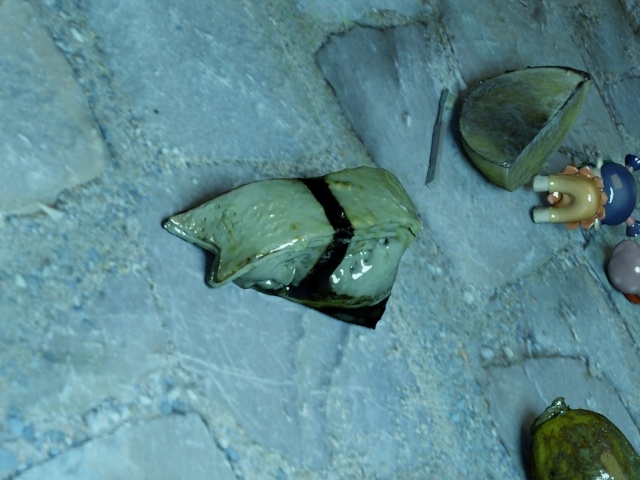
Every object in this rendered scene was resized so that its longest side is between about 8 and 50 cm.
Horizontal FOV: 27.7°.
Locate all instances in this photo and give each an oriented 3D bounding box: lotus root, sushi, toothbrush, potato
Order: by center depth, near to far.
[{"bbox_3d":[-0.011,-0.017,1.215,0.273,0.109,0.134,17,49,-42],"label":"sushi"},{"bbox_3d":[0.287,0.262,1.349,0.120,0.120,0.209,-8,68,-53],"label":"lotus root"},{"bbox_3d":[0.147,-0.128,1.585,0.017,0.014,0.194,42,36,-20],"label":"toothbrush"},{"bbox_3d":[0.240,-0.136,1.668,0.120,0.100,0.261,25,44,23],"label":"potato"}]

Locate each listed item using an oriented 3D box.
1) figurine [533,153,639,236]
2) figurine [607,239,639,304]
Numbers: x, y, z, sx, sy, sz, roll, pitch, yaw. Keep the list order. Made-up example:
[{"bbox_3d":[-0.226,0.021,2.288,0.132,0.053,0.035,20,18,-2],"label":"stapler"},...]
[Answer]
[{"bbox_3d":[0.359,-0.053,1.711,0.195,0.102,0.111,-16,108,-58],"label":"figurine"},{"bbox_3d":[0.417,0.042,1.728,0.067,0.071,0.083,-25,69,-14],"label":"figurine"}]
